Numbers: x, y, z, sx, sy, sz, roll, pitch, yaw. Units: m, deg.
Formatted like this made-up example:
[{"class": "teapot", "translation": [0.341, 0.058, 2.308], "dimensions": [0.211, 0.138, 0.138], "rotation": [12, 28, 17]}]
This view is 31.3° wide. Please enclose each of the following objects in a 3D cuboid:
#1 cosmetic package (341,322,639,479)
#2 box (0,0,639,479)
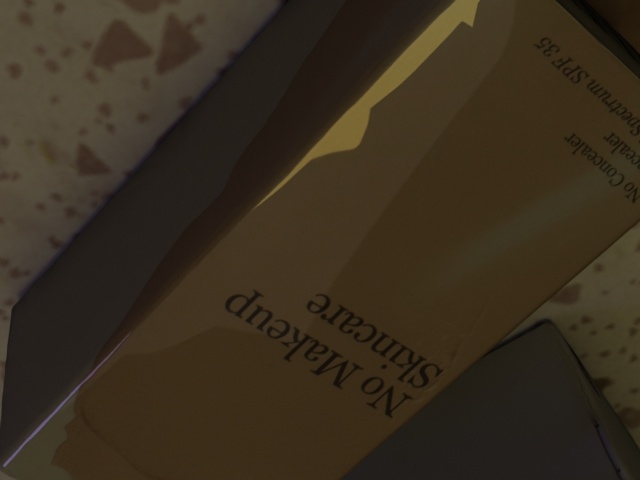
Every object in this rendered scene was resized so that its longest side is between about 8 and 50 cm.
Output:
[{"class": "cosmetic package", "translation": [0.024, 0.240, 0.643], "dimensions": [0.385, 0.217, 0.156], "rotation": [-28, 124, 13]}, {"class": "box", "translation": [0.000, 0.000, 0.525], "dimensions": [0.148, 0.121, 0.311], "rotation": [32, 114, -28]}]
